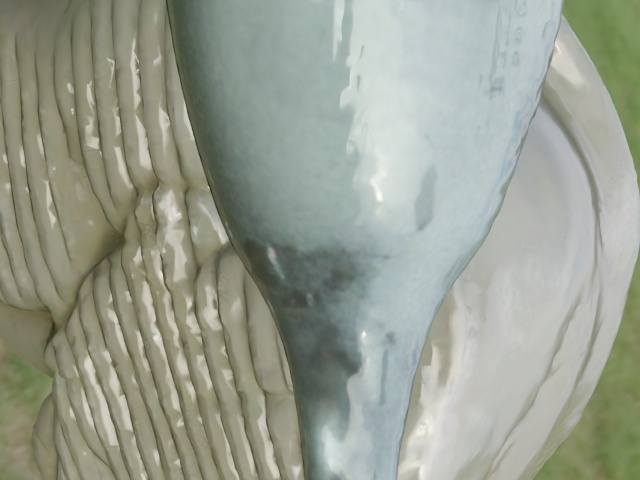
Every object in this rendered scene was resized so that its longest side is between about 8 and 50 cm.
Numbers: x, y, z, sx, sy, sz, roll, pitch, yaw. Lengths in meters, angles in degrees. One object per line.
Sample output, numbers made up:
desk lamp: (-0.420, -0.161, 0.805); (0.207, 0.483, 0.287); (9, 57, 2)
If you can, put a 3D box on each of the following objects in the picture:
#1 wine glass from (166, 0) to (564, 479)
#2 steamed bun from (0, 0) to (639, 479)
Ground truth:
wine glass: (0.083, 0.011, 0.351); (0.096, 0.264, 0.309); (8, 84, -64)
steamed bun: (0.000, 0.000, 0.868); (0.255, 0.368, 0.342); (-19, 100, -34)
